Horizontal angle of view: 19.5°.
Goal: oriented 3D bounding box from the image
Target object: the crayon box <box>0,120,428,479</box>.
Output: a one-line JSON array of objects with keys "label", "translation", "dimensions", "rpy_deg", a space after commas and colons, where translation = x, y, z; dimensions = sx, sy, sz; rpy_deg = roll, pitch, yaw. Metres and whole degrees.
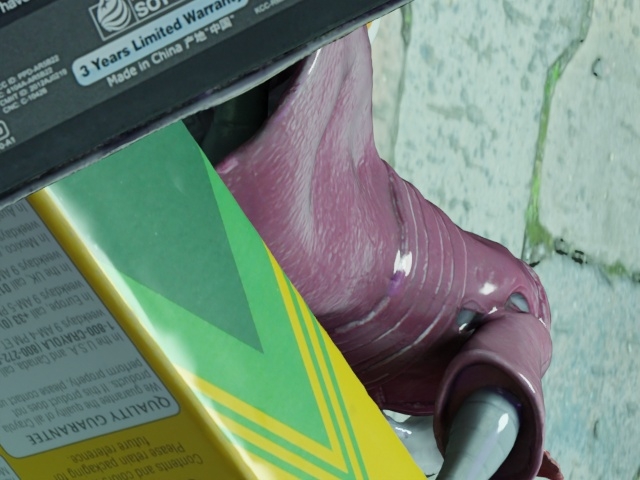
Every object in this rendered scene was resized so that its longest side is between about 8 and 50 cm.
[{"label": "crayon box", "translation": [-0.086, 0.083, 0.674], "dimensions": [0.323, 0.203, 0.083], "rpy_deg": [57, 37, -22]}]

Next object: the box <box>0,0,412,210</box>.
[{"label": "box", "translation": [-0.196, -0.113, 0.339], "dimensions": [0.395, 0.097, 0.318], "rpy_deg": [-28, 118, -8]}]

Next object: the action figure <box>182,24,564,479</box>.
[{"label": "action figure", "translation": [0.000, 0.000, 0.827], "dimensions": [0.370, 0.248, 0.276], "rpy_deg": [33, 81, -42]}]

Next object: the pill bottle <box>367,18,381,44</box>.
[{"label": "pill bottle", "translation": [-0.060, -0.164, 0.832], "dimensions": [0.121, 0.121, 0.216], "rpy_deg": [-61, 142, -31]}]
